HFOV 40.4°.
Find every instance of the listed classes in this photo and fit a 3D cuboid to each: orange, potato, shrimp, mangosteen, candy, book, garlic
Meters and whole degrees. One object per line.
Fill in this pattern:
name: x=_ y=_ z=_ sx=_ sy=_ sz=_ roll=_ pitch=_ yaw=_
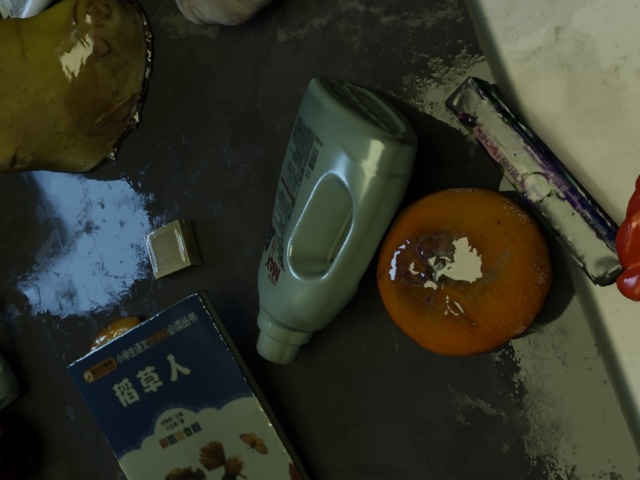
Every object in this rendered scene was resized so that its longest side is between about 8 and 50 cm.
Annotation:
orange: x=0.175 y=0.040 z=1.097 sx=0.224 sy=0.170 sz=0.223 roll=0 pitch=90 yaw=31
potato: x=-0.503 y=-0.249 z=1.415 sx=0.397 sy=0.296 sz=0.289 roll=-24 pitch=81 yaw=30
shrimp: x=-0.290 y=0.214 z=1.434 sx=0.249 sy=0.068 sz=0.150 roll=19 pitch=93 yaw=27
mangosteen: x=-0.591 y=0.394 z=1.578 sx=0.153 sy=0.152 sz=0.152 roll=1 pitch=92 yaw=30
candy: x=0.274 y=-0.078 z=1.083 sx=0.061 sy=0.088 sz=0.312 roll=-44 pitch=71 yaw=22
book: x=-0.187 y=0.320 z=1.342 sx=0.300 sy=0.039 sz=0.427 roll=-30 pitch=89 yaw=27
garlic: x=-0.168 y=-0.426 z=1.259 sx=0.219 sy=0.212 sz=0.218 roll=-3 pitch=85 yaw=33

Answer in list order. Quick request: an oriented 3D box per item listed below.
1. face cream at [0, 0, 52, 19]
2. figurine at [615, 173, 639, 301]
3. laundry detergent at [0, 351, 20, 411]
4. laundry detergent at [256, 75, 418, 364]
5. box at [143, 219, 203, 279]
face cream: x=-0.492 y=-0.452 z=1.537 sx=0.244 sy=0.058 sz=0.092 roll=-31 pitch=82 yaw=33
figurine: x=0.525 y=0.022 z=0.887 sx=0.412 sy=0.241 sz=0.306 roll=34 pitch=132 yaw=6
laundry detergent: x=-0.683 y=0.204 z=1.636 sx=0.215 sy=0.105 sz=0.280 roll=-33 pitch=73 yaw=29
laundry detergent: x=0.000 y=0.000 z=1.187 sx=0.397 sy=0.125 sz=0.264 roll=-70 pitch=26 yaw=21
box: x=-0.241 y=0.013 z=1.413 sx=0.079 sy=0.035 sz=0.083 roll=-20 pitch=81 yaw=29
